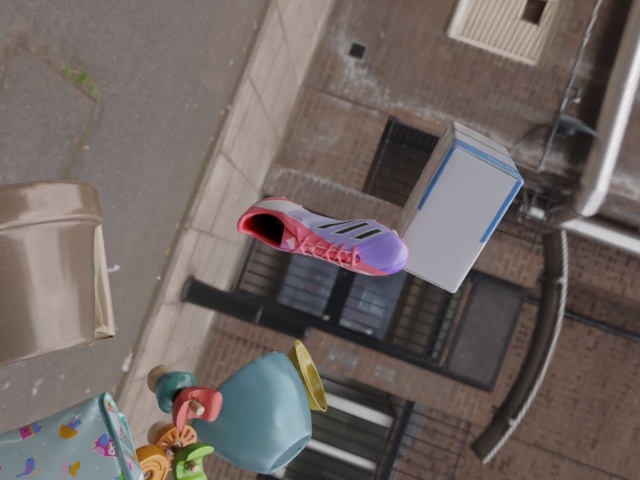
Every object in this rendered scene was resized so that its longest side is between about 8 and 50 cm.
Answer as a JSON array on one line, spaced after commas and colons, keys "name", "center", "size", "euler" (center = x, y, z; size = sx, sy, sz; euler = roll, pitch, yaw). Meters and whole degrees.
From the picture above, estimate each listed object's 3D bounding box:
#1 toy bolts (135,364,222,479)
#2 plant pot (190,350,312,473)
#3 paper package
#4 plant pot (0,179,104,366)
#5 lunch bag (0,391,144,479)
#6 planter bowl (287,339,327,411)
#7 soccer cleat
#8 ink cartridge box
[{"name": "toy bolts", "center": [-0.314, 0.357, 1.233], "size": [0.218, 0.159, 0.228], "euler": [4, 107, -49]}, {"name": "plant pot", "center": [-0.133, 0.437, 1.532], "size": [0.290, 0.195, 0.290], "euler": [-37, 155, -20]}, {"name": "paper package", "center": [-0.637, 0.106, 1.595], "size": [0.310, 0.168, 0.324], "euler": [-21, -104, 58]}, {"name": "plant pot", "center": [-0.429, 0.055, 0.920], "size": [0.263, 0.263, 0.229], "euler": [74, 2, -87]}, {"name": "lunch bag", "center": [-0.368, 0.395, 0.941], "size": [0.262, 0.224, 0.160], "euler": [61, -18, 25]}, {"name": "planter bowl", "center": [-0.066, 0.399, 1.822], "size": [0.217, 0.091, 0.217], "euler": [-23, 90, -85]}, {"name": "soccer cleat", "center": [0.000, 0.000, 0.894], "size": [0.095, 0.248, 0.083], "euler": [-32, 136, -52]}, {"name": "ink cartridge box", "center": [0.239, -0.074, 1.155], "size": [0.223, 0.129, 0.307], "euler": [-64, 178, 21]}]
